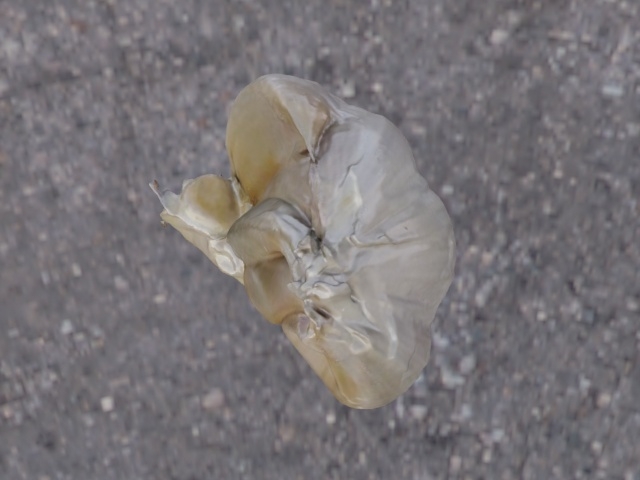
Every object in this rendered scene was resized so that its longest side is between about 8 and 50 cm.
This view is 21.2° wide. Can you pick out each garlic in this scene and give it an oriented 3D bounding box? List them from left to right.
[{"bbox_3d":[0.004,-0.002,0.549,0.074,0.094,0.113,-27,92,-21],"label":"garlic"}]
